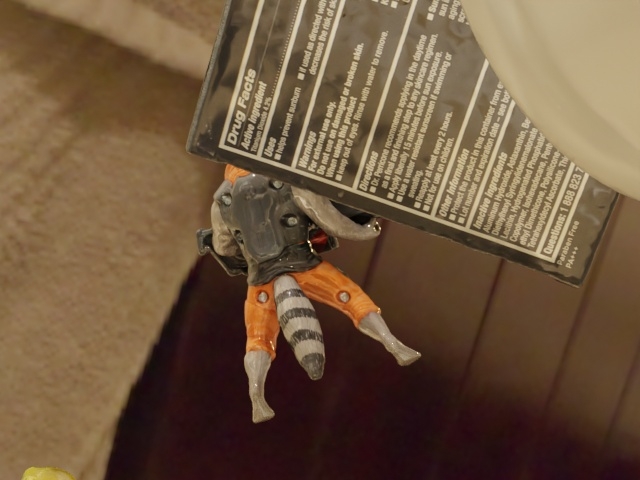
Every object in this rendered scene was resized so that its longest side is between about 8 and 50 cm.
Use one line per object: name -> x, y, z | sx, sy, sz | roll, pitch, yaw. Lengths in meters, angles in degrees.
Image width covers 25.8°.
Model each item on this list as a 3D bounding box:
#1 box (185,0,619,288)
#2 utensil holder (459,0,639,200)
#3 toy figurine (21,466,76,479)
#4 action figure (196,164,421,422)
box -> 0.096, -0.171, 0.983 | 0.294, 0.296, 0.183 | 19, 23, 2
utensil holder -> 0.286, -0.206, 0.626 | 0.327, 0.328, 0.385 | 7, -12, -28
toy figurine -> -0.243, 0.195, 0.683 | 0.362, 0.217, 0.191 | 51, 19, 5
action figure -> 0.000, 0.000, 1.601 | 0.178, 0.341, 0.330 | 21, 46, -67
